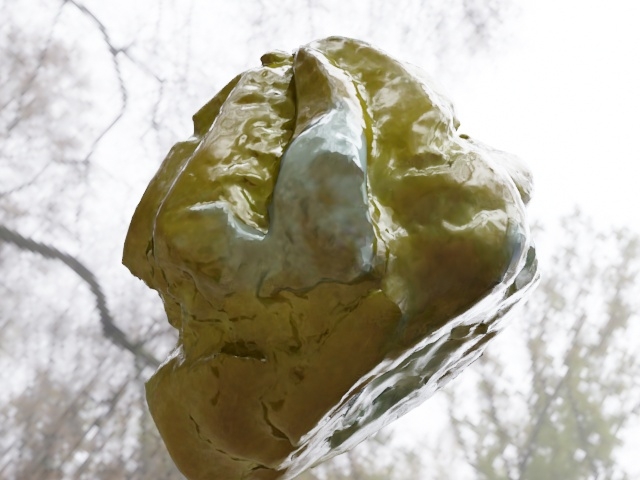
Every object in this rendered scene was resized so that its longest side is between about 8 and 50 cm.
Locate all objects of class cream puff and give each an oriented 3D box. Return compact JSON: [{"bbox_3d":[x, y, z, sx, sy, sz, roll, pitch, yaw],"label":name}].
[{"bbox_3d":[0.000,0.000,1.092,0.275,0.378,0.378,50,-28,17],"label":"cream puff"}]
